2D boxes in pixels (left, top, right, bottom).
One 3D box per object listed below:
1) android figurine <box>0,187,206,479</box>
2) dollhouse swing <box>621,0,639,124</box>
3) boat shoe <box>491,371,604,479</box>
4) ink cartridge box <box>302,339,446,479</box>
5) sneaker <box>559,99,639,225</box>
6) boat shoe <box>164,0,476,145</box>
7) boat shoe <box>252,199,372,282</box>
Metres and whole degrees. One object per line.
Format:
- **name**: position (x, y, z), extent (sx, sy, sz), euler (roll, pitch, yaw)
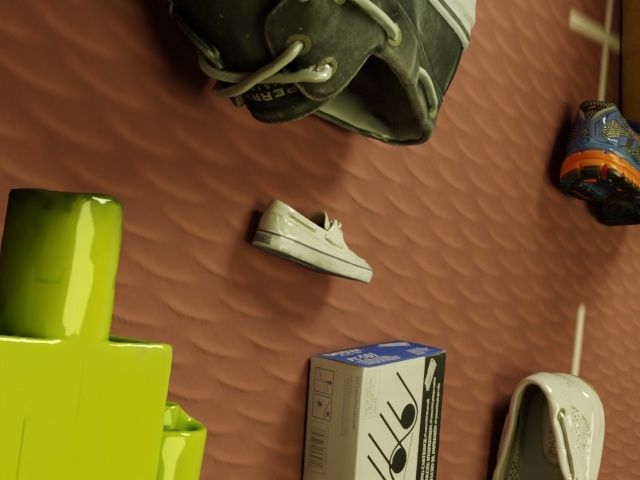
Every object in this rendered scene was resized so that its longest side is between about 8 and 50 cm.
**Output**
- **android figurine**: position (-0.134, 0.112, 0.308), extent (0.248, 0.056, 0.272), euler (8, 88, -51)
- **dollhouse swing**: position (0.461, -0.264, 0.911), extent (0.315, 0.305, 0.346), euler (-20, 110, -49)
- **boat shoe**: position (0.175, 0.246, 0.803), extent (0.096, 0.098, 0.277), euler (17, 72, -50)
- **ink cartridge box**: position (0.033, 0.175, 0.642), extent (0.097, 0.046, 0.207), euler (-1, 97, -51)
- **sneaker**: position (0.295, -0.068, 0.916), extent (0.221, 0.083, 0.087), euler (25, 68, -55)
- **boat shoe**: position (-0.009, -0.117, 0.477), extent (0.335, 0.121, 0.119), euler (10, 84, -54)
- **boat shoe**: position (0.000, 0.000, 0.582), extent (0.100, 0.035, 0.035), euler (23, 80, -45)
